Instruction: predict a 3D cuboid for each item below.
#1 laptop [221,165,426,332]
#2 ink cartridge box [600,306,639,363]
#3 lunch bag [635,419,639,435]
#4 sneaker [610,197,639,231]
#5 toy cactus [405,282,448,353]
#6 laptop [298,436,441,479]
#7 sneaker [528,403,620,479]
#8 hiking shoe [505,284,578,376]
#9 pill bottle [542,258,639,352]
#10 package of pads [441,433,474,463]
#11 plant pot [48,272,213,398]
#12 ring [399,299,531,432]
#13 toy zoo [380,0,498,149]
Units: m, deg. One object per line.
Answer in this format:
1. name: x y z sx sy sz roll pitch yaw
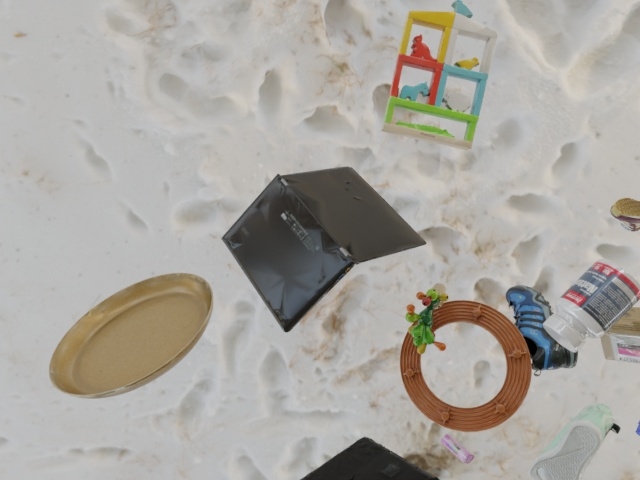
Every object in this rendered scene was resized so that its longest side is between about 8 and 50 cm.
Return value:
1. laptop: 0.000 0.000 1.453 0.408 0.382 0.236 -47 146 11
2. ink cartridge box: 0.898 0.264 1.387 0.235 0.088 0.193 0 143 36
3. lunch bag: 0.697 0.347 0.956 0.151 0.096 0.128 28 92 16
4. sneaker: 0.742 -0.054 1.211 0.186 0.069 0.083 -5 139 -28
5. toy cactus: 0.284 0.179 1.293 0.112 0.180 0.218 13 135 27
6. laptop: 0.058 0.382 0.580 0.235 0.264 0.136 -21 104 -31
7. sneaker: 0.589 0.484 1.177 0.094 0.151 0.255 42 128 31
8. hiking shoe: 0.588 0.236 1.434 0.132 0.304 0.113 -11 125 -5
9. pill bottle: 0.546 0.135 1.031 0.180 0.108 0.108 -45 110 -1
10. package of pads: 0.369 0.561 1.371 0.032 0.083 0.050 -54 137 -2
11. plant pot: -0.255 0.131 0.711 0.237 0.236 0.032 -14 121 10
12. ring: 0.366 0.321 1.321 0.337 0.336 0.032 -27 156 16
13. toy zoo: 0.251 -0.351 1.056 0.193 0.030 0.292 12 92 -2
